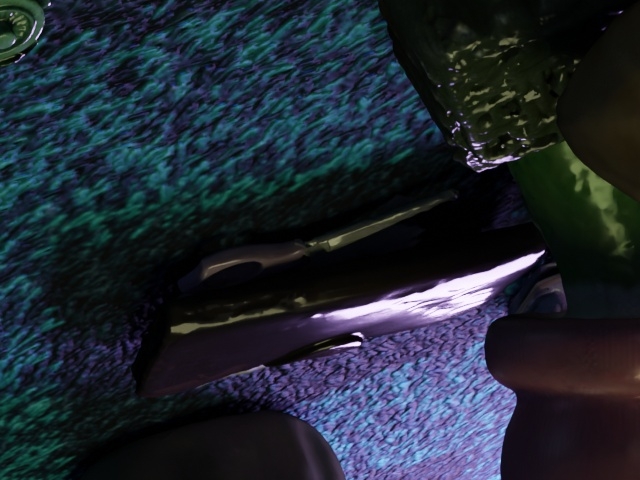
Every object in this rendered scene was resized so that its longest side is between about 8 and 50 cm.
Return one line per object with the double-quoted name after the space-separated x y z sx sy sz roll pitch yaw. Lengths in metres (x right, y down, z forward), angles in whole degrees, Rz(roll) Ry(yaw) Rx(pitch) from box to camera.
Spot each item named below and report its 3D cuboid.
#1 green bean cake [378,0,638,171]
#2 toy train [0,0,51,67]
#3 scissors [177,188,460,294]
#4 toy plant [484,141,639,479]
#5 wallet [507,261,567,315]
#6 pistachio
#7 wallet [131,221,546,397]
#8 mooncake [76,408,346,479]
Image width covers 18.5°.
0.136 -0.130 1.181 0.181 0.094 0.173 -23 155 2 "green bean cake"
-0.215 -0.130 0.921 0.200 0.083 0.132 -18 152 -10 "toy train"
0.000 0.001 1.425 0.212 0.021 0.110 -23 163 3 "scissors"
0.239 0.047 1.381 0.317 0.356 0.210 0 173 -33 "toy plant"
0.290 0.054 1.653 0.250 0.075 0.176 -9 162 -8 "wallet"
0.227 -0.085 1.110 0.226 0.136 0.136 -16 158 -40 "pistachio"
0.011 0.053 1.489 0.309 0.042 0.165 -13 161 -22 "wallet"
-0.102 0.257 1.742 0.275 0.135 0.275 -17 159 -7 "mooncake"
